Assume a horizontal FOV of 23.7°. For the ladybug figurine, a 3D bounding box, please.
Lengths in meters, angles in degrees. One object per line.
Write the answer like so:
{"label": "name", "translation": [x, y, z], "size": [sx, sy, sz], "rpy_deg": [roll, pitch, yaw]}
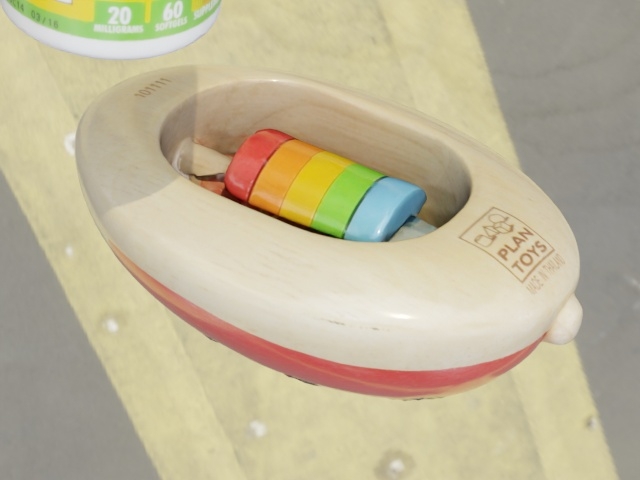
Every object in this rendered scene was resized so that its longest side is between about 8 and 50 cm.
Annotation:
{"label": "ladybug figurine", "translation": [0.000, 0.000, 1.246], "size": [0.305, 0.449, 0.162], "rpy_deg": [-38, 145, -44]}

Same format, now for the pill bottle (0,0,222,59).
{"label": "pill bottle", "translation": [-0.113, -0.238, 0.856], "size": [0.136, 0.136, 0.245], "rpy_deg": [-3, 130, -15]}
